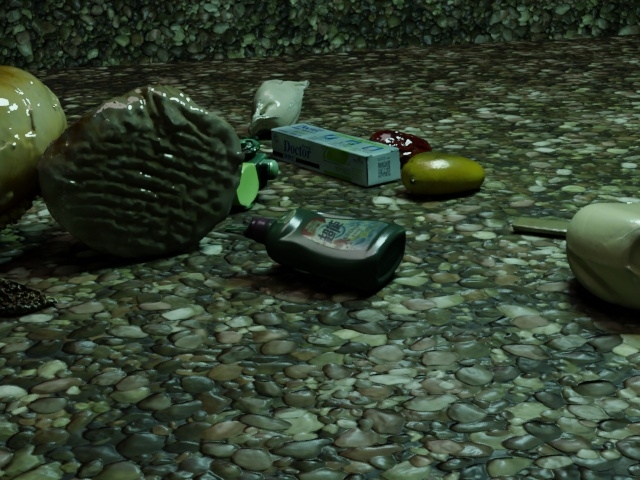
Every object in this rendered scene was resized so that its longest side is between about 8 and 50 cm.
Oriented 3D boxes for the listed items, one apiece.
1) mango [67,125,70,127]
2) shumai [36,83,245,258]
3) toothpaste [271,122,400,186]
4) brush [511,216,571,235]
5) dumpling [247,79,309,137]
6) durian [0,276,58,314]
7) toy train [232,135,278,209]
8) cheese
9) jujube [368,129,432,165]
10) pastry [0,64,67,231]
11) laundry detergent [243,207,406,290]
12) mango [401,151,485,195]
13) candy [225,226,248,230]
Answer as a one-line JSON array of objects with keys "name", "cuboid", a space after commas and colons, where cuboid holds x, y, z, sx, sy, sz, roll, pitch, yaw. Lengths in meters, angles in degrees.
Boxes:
[{"name": "mango", "cuboid": [-0.561, -0.164, 2.055, 0.329, 0.176, 0.177, -11, 64, -25]}, {"name": "shumai", "cuboid": [-0.312, -0.124, 1.710, 0.314, 0.267, 0.262, -5, 19, -31]}, {"name": "toothpaste", "cuboid": [0.025, -0.172, 2.158, 0.081, 0.067, 0.336, -14, 20, -32]}, {"name": "brush", "cuboid": [0.433, -0.023, 1.677, 0.282, 0.048, 0.054, 5, 16, 27]}, {"name": "dumpling", "cuboid": [-0.099, -0.289, 2.470, 0.118, 0.136, 0.199, 42, 59, 17]}, {"name": "durian", "cuboid": [-0.421, 0.082, 1.479, 0.130, 0.052, 0.066, 3, -21, 5]}, {"name": "toy train", "cuboid": [-0.207, -0.112, 1.958, 0.253, 0.105, 0.157, 4, 32, 24]}, {"name": "cheese", "cuboid": [0.457, 0.013, 1.428, 0.265, 0.127, 0.233, 0, 14, -3]}, {"name": "jujube", "cuboid": [0.155, -0.177, 2.154, 0.129, 0.077, 0.077, 5, 15, -15]}, {"name": "pastry", "cuboid": [-0.580, -0.112, 1.695, 0.409, 0.245, 0.410, -18, 22, 8]}, {"name": "laundry detergent", "cuboid": [0.000, 0.000, 1.551, 0.221, 0.078, 0.144, 14, 33, 24]}, {"name": "mango", "cuboid": [0.221, -0.118, 1.955, 0.160, 0.076, 0.103, 0, 9, -22]}, {"name": "candy", "cuboid": [-0.079, -0.017, 1.740, 0.184, 0.049, 0.055, 0, 9, 35]}]
